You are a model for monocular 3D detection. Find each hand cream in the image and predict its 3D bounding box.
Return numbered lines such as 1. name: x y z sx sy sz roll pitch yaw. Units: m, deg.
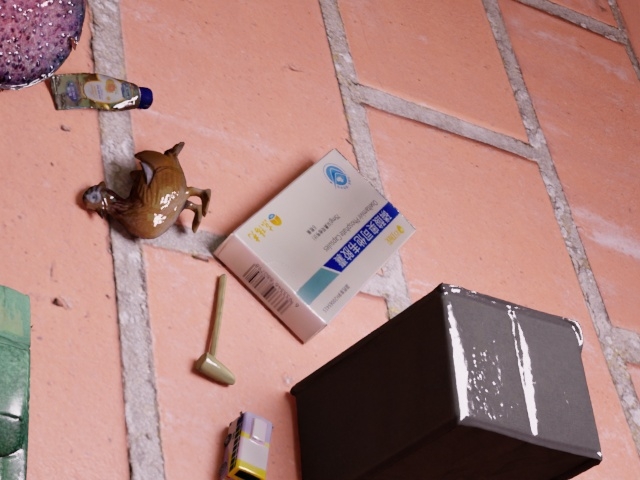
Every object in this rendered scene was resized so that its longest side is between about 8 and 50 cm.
1. hand cream: -0.333 -0.223 2.008 0.163 0.039 0.062 0 71 -39

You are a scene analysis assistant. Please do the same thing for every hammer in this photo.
1. hammer: -0.137 0.121 1.871 0.060 0.028 0.195 32 38 -24

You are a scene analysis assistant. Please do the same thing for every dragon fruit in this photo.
1. dragon fruit: -0.465 -0.345 1.905 0.218 0.224 0.148 -43 49 -15

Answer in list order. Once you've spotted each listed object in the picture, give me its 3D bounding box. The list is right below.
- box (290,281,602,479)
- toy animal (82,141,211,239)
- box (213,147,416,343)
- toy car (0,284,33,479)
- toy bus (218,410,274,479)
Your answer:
1. box: 0.160 0.243 1.770 0.251 0.345 0.205 18 50 -31
2. toy animal: -0.251 -0.081 1.918 0.179 0.089 0.188 14 51 -12
3. box: 0.000 0.000 2.071 0.200 0.065 0.343 44 38 1
4. toy car: -0.399 0.175 1.526 0.141 0.097 0.321 18 44 -28
5. toy bus: -0.097 0.277 1.733 0.052 0.058 0.102 29 41 -19
